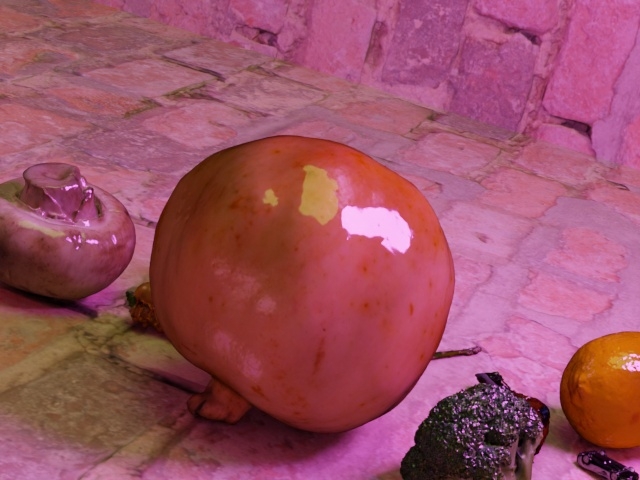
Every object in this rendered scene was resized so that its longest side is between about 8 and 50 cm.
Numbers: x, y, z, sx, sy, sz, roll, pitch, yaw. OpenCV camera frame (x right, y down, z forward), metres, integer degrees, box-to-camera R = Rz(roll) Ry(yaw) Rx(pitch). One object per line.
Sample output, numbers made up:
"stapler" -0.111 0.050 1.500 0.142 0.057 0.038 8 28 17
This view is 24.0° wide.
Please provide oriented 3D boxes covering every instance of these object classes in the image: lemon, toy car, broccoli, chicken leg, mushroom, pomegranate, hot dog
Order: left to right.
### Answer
"mushroom" -0.385 -0.018 2.164 0.255 0.184 0.255 0 24 0
"hot dog" -0.186 0.107 2.113 0.188 0.072 0.055 13 40 -1
"pomegranate" -0.031 0.067 1.910 0.411 0.411 0.411 13 18 -4
"broccoli" 0.186 0.257 1.839 0.195 0.156 0.195 -25 11 5
"chicken leg" 0.263 0.241 2.082 0.106 0.051 0.253 8 16 0
"toy car" 0.385 0.306 2.012 0.041 0.025 0.093 -3 22 -38
"lemon" 0.425 0.208 2.104 0.207 0.170 0.170 -6 26 -32

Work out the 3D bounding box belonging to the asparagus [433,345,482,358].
"asparagus" 0.187 0.172 2.279 0.166 0.013 0.016 -2 35 -39
